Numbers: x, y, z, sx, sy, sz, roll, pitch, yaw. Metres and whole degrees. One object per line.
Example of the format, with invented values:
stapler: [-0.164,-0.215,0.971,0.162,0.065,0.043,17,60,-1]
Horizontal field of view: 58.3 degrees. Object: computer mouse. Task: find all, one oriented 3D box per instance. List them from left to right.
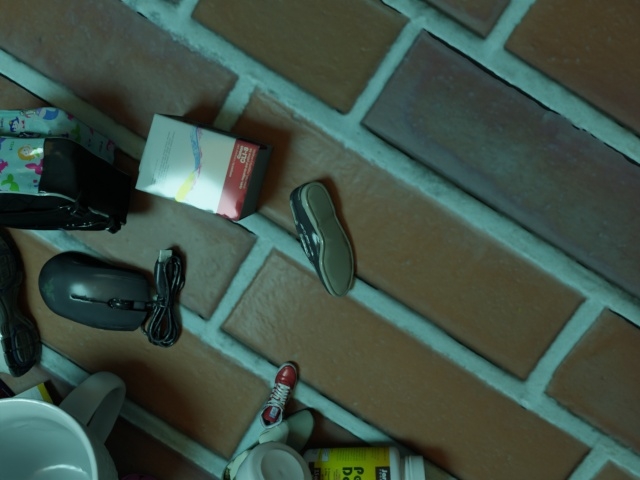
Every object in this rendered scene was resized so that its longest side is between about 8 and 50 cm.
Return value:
computer mouse: [-0.388,0.093,1.029,0.272,0.072,0.189,9,101,4]

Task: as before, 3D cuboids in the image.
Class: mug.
mug: [-0.448,0.392,0.956,0.276,0.328,0.374,25,62,5]

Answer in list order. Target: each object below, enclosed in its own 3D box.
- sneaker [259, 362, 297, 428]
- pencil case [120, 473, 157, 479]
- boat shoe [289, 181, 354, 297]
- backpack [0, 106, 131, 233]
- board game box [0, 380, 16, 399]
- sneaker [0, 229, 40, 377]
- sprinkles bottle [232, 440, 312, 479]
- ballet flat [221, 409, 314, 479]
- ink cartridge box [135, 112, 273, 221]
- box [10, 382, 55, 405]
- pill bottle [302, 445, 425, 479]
sneaker: [-0.075,0.282,1.030,0.042,0.067,0.119,20,101,2]
pencil case: [-0.361,0.562,1.101,0.098,0.095,0.209,12,104,-21]
boat shoe: [0.000,0.000,0.989,0.065,0.075,0.206,-2,110,50]
backpack: [-0.466,-0.103,0.930,0.253,0.225,0.191,-6,77,12]
board game box: [-0.736,0.304,1.116,0.208,0.056,0.347,-42,93,15]
sneaker: [-0.615,0.110,1.041,0.129,0.111,0.297,-4,98,13]
sprinkles bottle: [-0.147,0.502,1.004,0.121,0.121,0.355,33,118,0]
ballet flat: [-0.099,0.384,1.043,0.213,0.072,0.068,-46,131,13]
ink cartridge box: [-0.186,-0.122,0.941,0.176,0.128,0.127,18,101,2]
box: [-0.569,0.334,1.073,0.136,0.028,0.081,-25,86,-21]
pill bottle: [0.077,0.427,1.014,0.214,0.117,0.117,-4,99,7]
